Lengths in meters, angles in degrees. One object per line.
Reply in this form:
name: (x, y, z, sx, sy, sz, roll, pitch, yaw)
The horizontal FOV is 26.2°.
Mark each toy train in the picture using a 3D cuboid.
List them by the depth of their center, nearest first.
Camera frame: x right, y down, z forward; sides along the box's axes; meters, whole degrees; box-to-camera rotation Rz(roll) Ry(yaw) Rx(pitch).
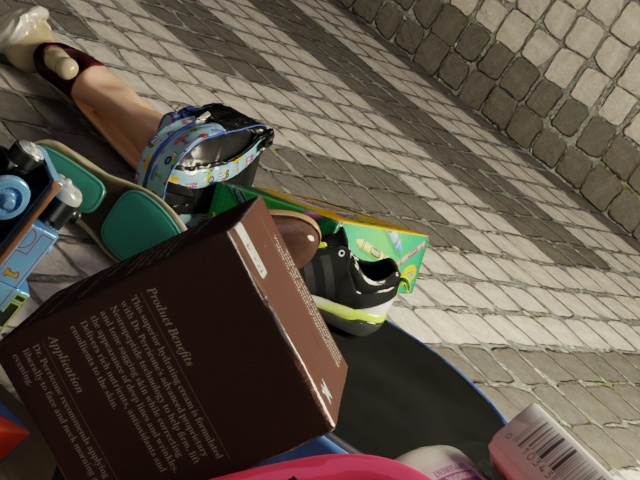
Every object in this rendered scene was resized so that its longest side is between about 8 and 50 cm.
toy train: (-0.280, -0.001, 1.170, 0.105, 0.184, 0.080, 31, 14, -42)

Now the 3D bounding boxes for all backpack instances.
backpack: (-0.157, -0.078, 1.619, 0.117, 0.158, 0.173, 31, 28, 24)

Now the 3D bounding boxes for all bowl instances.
bowl: (0.044, 0.174, 1.399, 0.391, 0.077, 0.391, 28, 19, -10)

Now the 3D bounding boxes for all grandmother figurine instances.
grandmother figurine: (-0.302, -0.199, 1.786, 0.342, 0.104, 0.208, 36, -9, 20)

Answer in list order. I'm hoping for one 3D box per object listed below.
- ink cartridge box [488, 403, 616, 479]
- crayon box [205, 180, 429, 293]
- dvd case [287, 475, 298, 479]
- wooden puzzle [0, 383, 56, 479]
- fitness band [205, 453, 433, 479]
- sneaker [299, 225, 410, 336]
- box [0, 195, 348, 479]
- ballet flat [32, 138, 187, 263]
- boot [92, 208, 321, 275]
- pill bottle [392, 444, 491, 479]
ink cartridge box: (0.268, 0.313, 1.152, 0.303, 0.072, 0.307, 43, -13, 28)
crayon box: (0.000, 0.000, 1.650, 0.165, 0.081, 0.278, 19, 5, 25)
dvd case: (-0.005, 0.287, 0.866, 0.180, 0.022, 0.253, 27, 50, 13)
wooden puzzle: (-0.330, 0.095, 0.879, 0.322, 0.080, 0.348, 47, 19, -3)
fitness band: (-0.018, 0.254, 0.943, 0.291, 0.054, 0.209, -9, 53, -18)
sneaker: (-0.014, 0.016, 1.432, 0.235, 0.097, 0.084, 23, 20, -26)
box: (-0.108, 0.092, 1.062, 0.168, 0.203, 0.167, 64, 9, -7)
ballet flat: (-0.223, -0.029, 1.502, 0.248, 0.086, 0.086, 37, 19, 18)
boot: (-0.093, 0.076, 1.266, 0.249, 0.090, 0.207, -18, 39, -8)
pill bottle: (0.144, 0.312, 1.054, 0.301, 0.169, 0.169, 43, 21, 31)
